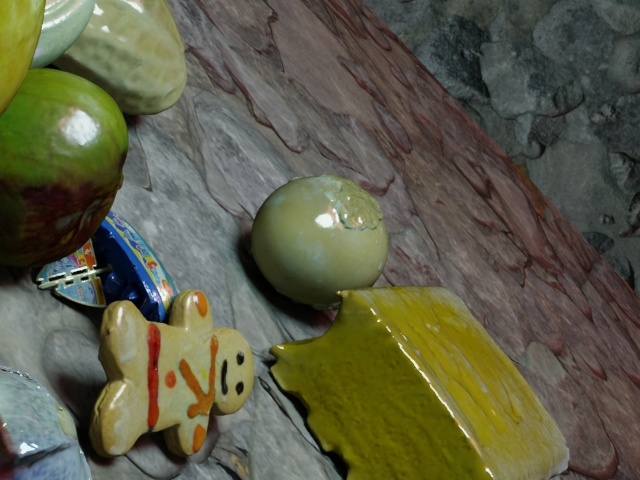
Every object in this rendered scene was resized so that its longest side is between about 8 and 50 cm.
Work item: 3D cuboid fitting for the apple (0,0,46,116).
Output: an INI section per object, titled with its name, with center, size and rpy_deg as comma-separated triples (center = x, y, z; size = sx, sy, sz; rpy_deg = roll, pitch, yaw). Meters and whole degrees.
[apple]
center = -0.368, -0.185, 0.918
size = 0.374, 0.384, 0.374
rpy_deg = 7, 90, -76

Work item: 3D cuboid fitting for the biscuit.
[biscuit]
center = -0.127, 0.120, 1.302
size = 0.234, 0.030, 0.153
rpy_deg = 12, 82, -60

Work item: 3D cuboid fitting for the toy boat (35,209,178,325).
[toy boat]
center = -0.215, 0.026, 1.341
size = 0.110, 0.091, 0.175
rpy_deg = -16, 62, -40

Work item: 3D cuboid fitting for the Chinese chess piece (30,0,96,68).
[Chinese chess piece]
center = -0.339, -0.279, 1.413
size = 0.250, 0.101, 0.250
rpy_deg = 14, 62, -28

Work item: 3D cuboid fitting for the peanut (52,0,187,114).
[peanut]
center = -0.269, -0.259, 1.623
size = 0.313, 0.152, 0.152
rpy_deg = 34, 25, -34

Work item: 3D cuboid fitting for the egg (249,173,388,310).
[egg]
center = 0.003, 0.001, 1.726
size = 0.164, 0.164, 0.201
rpy_deg = 60, 17, 24

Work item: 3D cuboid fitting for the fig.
[fig]
center = -0.265, -0.067, 1.252
size = 0.191, 0.181, 0.181
rpy_deg = 21, 29, -16

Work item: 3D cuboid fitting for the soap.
[soap]
center = 0.127, 0.199, 1.665
size = 0.293, 0.156, 0.335
rpy_deg = 52, 18, 17

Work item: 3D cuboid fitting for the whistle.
[whistle]
center = -0.254, 0.116, 1.006
size = 0.346, 0.134, 0.142
rpy_deg = 55, -15, 38
